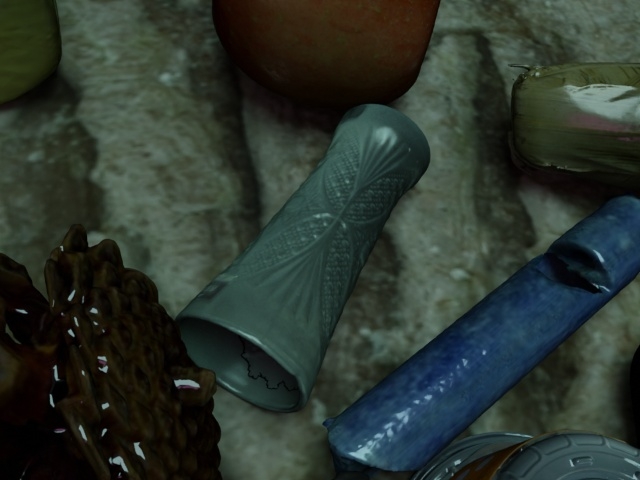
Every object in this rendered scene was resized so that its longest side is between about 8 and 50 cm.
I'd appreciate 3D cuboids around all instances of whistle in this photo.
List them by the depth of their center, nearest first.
[{"bbox_3d":[0.128,0.066,0.537,0.304,0.062,0.062,-33,72,-24],"label":"whistle"}]

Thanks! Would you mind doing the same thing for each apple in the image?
[{"bbox_3d":[0.006,-0.191,0.586,0.168,0.181,0.181,16,60,2],"label":"apple"}]

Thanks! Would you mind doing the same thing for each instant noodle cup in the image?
[{"bbox_3d":[0.134,0.182,0.436,0.177,0.125,0.208,24,61,3],"label":"instant noodle cup"}]

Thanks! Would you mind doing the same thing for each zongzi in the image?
[{"bbox_3d":[0.249,-0.070,0.576,0.194,0.099,0.197,-1,29,-8],"label":"zongzi"}]

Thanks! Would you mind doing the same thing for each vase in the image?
[{"bbox_3d":[0.000,0.000,0.535,0.096,0.096,0.219,29,58,7],"label":"vase"}]

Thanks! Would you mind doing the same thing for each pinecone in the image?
[{"bbox_3d":[-0.144,0.102,0.397,0.207,0.208,0.208,4,61,-8],"label":"pinecone"}]

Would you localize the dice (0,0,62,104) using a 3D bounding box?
[{"bbox_3d":[-0.280,-0.200,0.550,0.169,0.166,0.169,-11,64,-15],"label":"dice"}]

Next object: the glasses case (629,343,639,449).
[{"bbox_3d":[0.277,0.197,0.476,0.122,0.082,0.321,5,61,-14],"label":"glasses case"}]

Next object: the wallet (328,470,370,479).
[{"bbox_3d":[0.013,0.295,0.383,0.170,0.044,0.321,-27,68,1],"label":"wallet"}]
